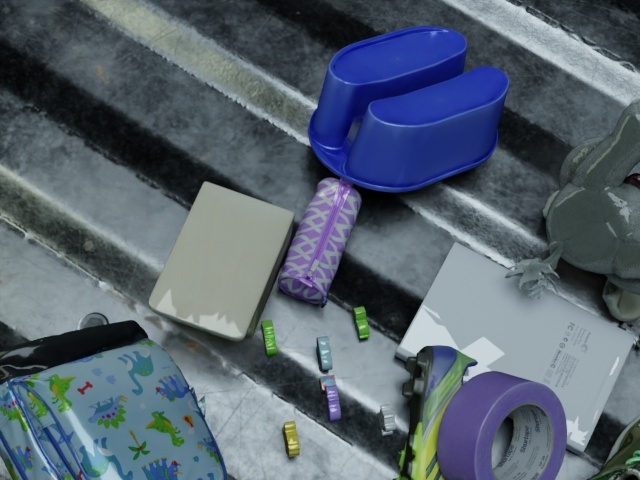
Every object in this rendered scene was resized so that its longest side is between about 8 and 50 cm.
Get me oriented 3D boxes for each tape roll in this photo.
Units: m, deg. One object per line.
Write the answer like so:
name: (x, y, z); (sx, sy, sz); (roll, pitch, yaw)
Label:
tape roll: (0.262, 0.287, 1.609); (0.189, 0.080, 0.189); (-5, 99, -37)

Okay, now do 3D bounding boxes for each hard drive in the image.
hard drive: (0.305, 0.165, 1.754); (0.318, 0.040, 0.210); (28, 70, 7)

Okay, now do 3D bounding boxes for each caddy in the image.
caddy: (0.144, -0.205, 1.838); (0.341, 0.179, 0.241); (-21, 53, -29)

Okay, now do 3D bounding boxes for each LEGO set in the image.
LEGO set: (0.516, 0.156, 1.800); (0.083, 0.023, 0.054); (33, 64, 24)

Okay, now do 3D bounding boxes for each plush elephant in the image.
plush elephant: (0.470, -0.022, 1.754); (0.330, 0.255, 0.272); (-36, 76, 27)

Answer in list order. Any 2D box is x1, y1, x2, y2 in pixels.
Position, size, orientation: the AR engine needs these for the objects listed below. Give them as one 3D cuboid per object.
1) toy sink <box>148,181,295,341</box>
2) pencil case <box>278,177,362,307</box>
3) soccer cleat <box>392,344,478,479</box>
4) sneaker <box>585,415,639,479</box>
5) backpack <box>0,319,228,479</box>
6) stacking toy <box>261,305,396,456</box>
toy sink: (-0.152, 0.056, 1.715); (0.152, 0.131, 0.234); (19, 60, 3)
pencil case: (0.000, 0.000, 1.779); (0.086, 0.088, 0.206); (18, 64, 4)
soccer cleat: (0.177, 0.297, 1.643); (0.121, 0.093, 0.289); (10, 76, -12)
sneaker: (0.464, 0.357, 1.611); (0.410, 0.182, 0.158); (-38, 74, -20)
backpack: (-0.283, 0.292, 1.535); (0.290, 0.273, 0.356); (-9, 77, -47)
stacking toy: (0.010, 0.209, 1.705); (0.167, 0.052, 0.221); (-8, 66, -10)
